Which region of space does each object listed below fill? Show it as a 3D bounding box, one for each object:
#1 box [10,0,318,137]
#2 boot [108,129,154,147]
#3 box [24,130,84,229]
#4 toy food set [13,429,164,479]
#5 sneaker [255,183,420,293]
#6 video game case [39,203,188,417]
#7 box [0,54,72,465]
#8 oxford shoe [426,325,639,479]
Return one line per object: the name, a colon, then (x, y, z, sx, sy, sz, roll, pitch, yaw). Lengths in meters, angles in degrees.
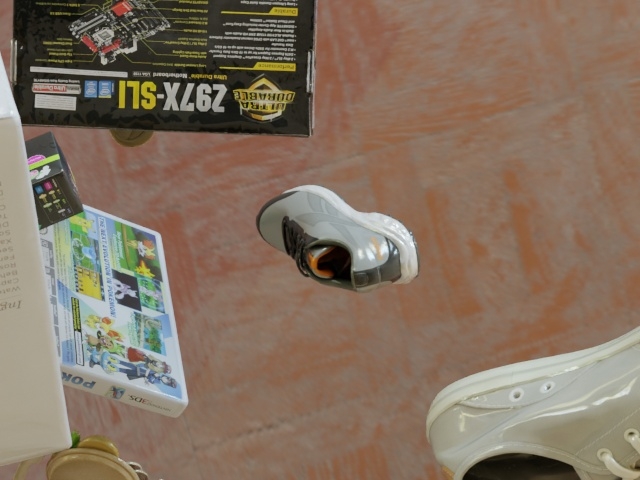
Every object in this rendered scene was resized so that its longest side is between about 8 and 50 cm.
box: (-0.162, -0.243, 1.456, 0.322, 0.079, 0.257, 2, 97, -1)
boot: (-0.245, -0.204, 1.690, 0.077, 0.165, 0.213, -10, 82, -12)
box: (-0.253, -0.043, 1.172, 0.083, 0.062, 0.052, -24, 134, -3)
toy food set: (-0.285, 0.296, 1.751, 0.192, 0.038, 0.132, 25, 131, -12)
sneaker: (0.000, 0.000, 1.727, 0.108, 0.271, 0.100, -23, 116, -34)
video game case: (-0.315, 0.054, 1.683, 0.300, 0.329, 0.036, 22, 120, -28)
box: (-0.153, -0.012, 0.494, 0.091, 0.130, 0.170, -12, 137, -15)
oxford shoe: (0.304, 0.159, 1.264, 0.449, 0.130, 0.169, -21, 134, 24)
